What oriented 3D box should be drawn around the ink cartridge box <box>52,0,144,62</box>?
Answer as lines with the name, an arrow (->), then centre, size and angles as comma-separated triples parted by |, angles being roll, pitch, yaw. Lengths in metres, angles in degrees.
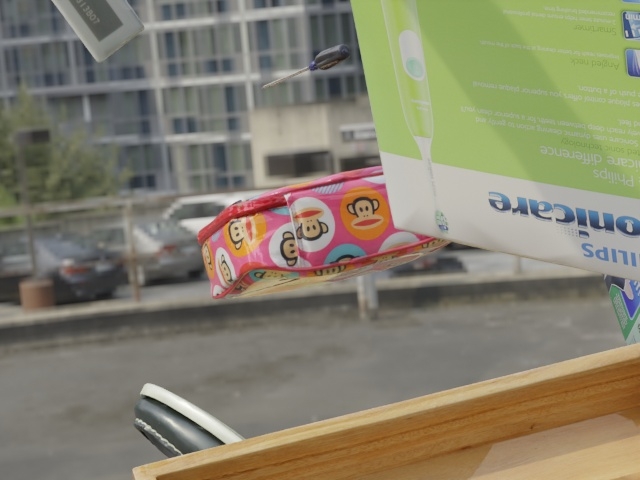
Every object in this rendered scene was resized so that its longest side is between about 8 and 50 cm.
ink cartridge box -> -0.235, -0.252, 1.272 | 0.066, 0.189, 0.232 | -36, 15, 1

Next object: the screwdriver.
screwdriver -> -0.019, -0.214, 1.835 | 0.025, 0.024, 0.170 | -13, -2, -36

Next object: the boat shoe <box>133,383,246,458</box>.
boat shoe -> -0.040, 0.255, 1.194 | 0.340, 0.113, 0.127 | 38, -12, 5

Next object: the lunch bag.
lunch bag -> 0.000, 0.000, 1.838 | 0.293, 0.120, 0.258 | -11, -9, -21

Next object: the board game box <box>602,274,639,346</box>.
board game box -> 0.314, 0.048, 1.227 | 0.046, 0.213, 0.317 | -2, 51, -12

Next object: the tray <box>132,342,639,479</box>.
tray -> 0.100, 0.198, 0.972 | 0.411, 0.076, 0.203 | -12, 43, -14

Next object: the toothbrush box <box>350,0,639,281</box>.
toothbrush box -> 0.132, -0.133, 0.832 | 0.206, 0.283, 0.122 | 12, 38, 36
